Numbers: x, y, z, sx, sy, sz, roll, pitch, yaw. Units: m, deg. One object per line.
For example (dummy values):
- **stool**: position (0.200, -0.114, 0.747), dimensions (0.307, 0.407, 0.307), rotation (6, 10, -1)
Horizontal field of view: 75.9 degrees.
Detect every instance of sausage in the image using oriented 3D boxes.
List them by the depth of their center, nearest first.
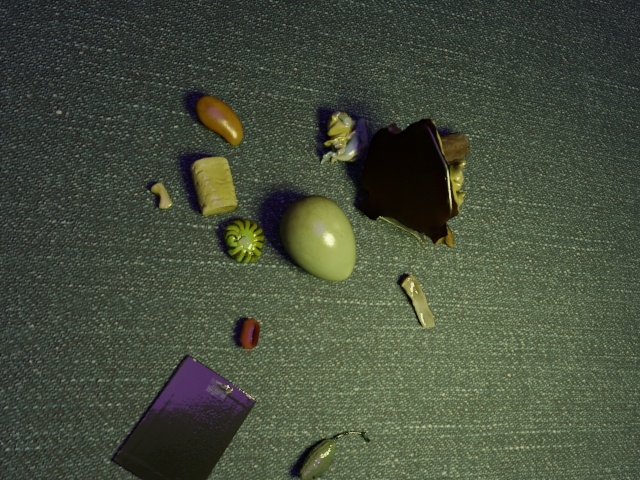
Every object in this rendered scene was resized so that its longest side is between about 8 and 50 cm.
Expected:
- **sausage**: position (-0.218, 0.286, 1.260), dimensions (0.054, 0.059, 0.094), rotation (1, 77, 30)

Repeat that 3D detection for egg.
- **egg**: position (0.000, 0.000, 1.283), dimensions (0.218, 0.218, 0.296), rotation (-35, 104, -17)

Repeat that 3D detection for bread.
- **bread**: position (-0.241, 0.000, 1.294), dimensions (0.129, 0.071, 0.139), rotation (6, 80, -18)

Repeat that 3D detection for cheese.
- **cheese**: position (-0.493, -0.137, 1.269), dimensions (0.044, 0.030, 0.083), rotation (-29, 95, -23)
- **cheese**: position (-0.332, -0.170, 1.284), dimensions (0.123, 0.094, 0.167), rotation (-13, 84, -15)

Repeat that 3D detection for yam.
- **yam**: position (0.396, -0.309, 1.487), dimensions (0.279, 0.131, 0.131), rotation (-17, 86, -19)

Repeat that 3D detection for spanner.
- **spanner**: position (0.263, -0.073, 1.466), dimensions (0.301, 0.017, 0.071), rotation (26, 76, -9)

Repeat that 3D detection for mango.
- **mango**: position (-0.323, -0.391, 1.329), dimensions (0.184, 0.085, 0.102), rotation (42, 74, -11)

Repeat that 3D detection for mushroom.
- **mushroom**: position (0.340, 0.213, 1.426), dimensions (0.059, 0.054, 0.202), rotation (-28, 94, -12)

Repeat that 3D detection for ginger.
- **ginger**: position (0.313, -0.192, 1.335), dimensions (0.211, 0.358, 0.414), rotation (-30, 120, -42)

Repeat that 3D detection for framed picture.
- **framed picture**: position (-0.385, 0.548, 1.197), dimensions (0.255, 0.014, 0.339), rotation (36, 75, -7)

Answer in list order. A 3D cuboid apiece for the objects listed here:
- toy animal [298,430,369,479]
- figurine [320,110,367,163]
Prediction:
- **toy animal**: position (0.036, 0.649, 1.272), dimensions (0.252, 0.070, 0.079), rotation (-23, 123, -29)
- **figurine**: position (0.076, -0.348, 1.407), dimensions (0.208, 0.128, 0.184), rotation (-42, 91, -12)
